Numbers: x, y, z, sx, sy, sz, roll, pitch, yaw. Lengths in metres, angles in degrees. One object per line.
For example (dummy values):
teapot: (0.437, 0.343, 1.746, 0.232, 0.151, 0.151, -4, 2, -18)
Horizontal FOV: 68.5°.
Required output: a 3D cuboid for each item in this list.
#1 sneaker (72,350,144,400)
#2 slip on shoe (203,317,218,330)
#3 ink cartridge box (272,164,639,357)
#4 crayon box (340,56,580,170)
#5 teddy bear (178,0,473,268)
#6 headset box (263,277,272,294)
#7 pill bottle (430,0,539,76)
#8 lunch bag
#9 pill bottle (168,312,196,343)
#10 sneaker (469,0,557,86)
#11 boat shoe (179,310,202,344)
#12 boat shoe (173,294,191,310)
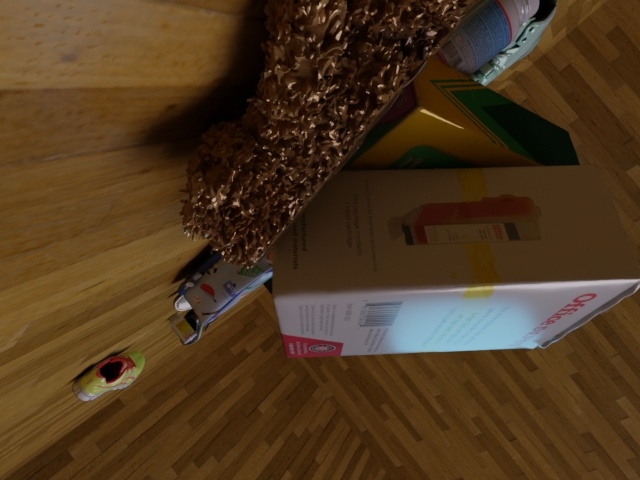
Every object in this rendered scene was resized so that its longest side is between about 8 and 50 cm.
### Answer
sneaker: (-0.498, 0.320, 1.160, 0.094, 0.081, 0.208, -42, 176, 19)
slip on shoe: (-0.383, 0.262, 1.610, 0.135, 0.051, 0.041, -51, -151, 39)
ink cartridge box: (0.137, 0.043, 0.622, 0.385, 0.160, 0.279, -1, 153, -2)
crayon box: (0.124, -0.072, 0.693, 0.313, 0.106, 0.363, 14, 148, -31)
teddy bear: (0.005, -0.133, 0.398, 0.338, 0.113, 0.245, -49, 180, 27)
headset box: (-0.057, 0.016, 1.395, 0.246, 0.131, 0.283, -40, 176, 15)
pill bottle: (0.189, -0.262, 0.593, 0.160, 0.087, 0.087, -38, 177, 2)
lunch bag: (-0.144, 0.042, 0.962, 0.243, 0.115, 0.303, -38, 179, 32)
pill bottle: (-0.387, 0.244, 1.311, 0.043, 0.083, 0.043, -39, 177, -2)
sneaker: (0.259, -0.310, 0.760, 0.256, 0.094, 0.151, -37, 170, -2)
boat shoe: (-0.431, 0.287, 1.553, 0.073, 0.080, 0.223, -27, 164, -48)
boat shoe: (-0.280, 0.112, 1.054, 0.125, 0.038, 0.046, -37, 134, -34)
